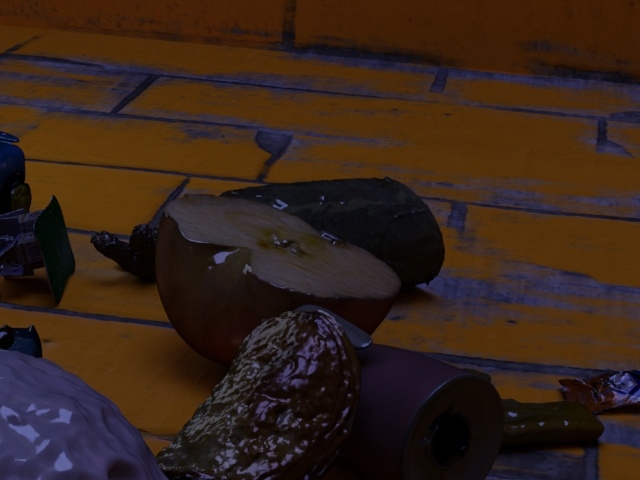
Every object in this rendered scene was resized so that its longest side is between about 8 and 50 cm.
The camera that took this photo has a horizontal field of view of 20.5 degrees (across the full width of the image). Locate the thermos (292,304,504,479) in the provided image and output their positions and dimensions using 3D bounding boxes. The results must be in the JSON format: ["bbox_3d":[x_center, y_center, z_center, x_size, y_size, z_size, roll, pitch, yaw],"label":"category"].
[{"bbox_3d":[0.047,0.161,1.863,0.146,0.176,0.265,-34,37,-30],"label":"thermos"}]

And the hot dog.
[{"bbox_3d":[-0.058,0.186,1.757,0.175,0.114,0.259,-3,38,49],"label":"hot dog"}]

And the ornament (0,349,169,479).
[{"bbox_3d":[-0.253,0.250,1.281,0.337,0.337,0.337,3,18,-1],"label":"ornament"}]

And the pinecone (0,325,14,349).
[{"bbox_3d":[-0.464,0.113,1.611,0.398,0.397,0.398,3,18,-1],"label":"pinecone"}]

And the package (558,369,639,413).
[{"bbox_3d":[0.338,0.178,2.086,0.111,0.033,0.077,-10,42,1],"label":"package"}]

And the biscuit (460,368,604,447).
[{"bbox_3d":[0.207,0.188,2.014,0.174,0.039,0.183,-5,21,-20],"label":"biscuit"}]

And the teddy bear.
[{"bbox_3d":[-0.234,0.018,2.400,0.119,0.078,0.160,-13,-5,19],"label":"teddy bear"}]

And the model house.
[{"bbox_3d":[-0.390,0.018,2.333,0.088,0.117,0.167,-12,19,5],"label":"model house"}]

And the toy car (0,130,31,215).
[{"bbox_3d":[-0.551,-0.084,2.502,0.198,0.166,0.314,7,19,22],"label":"toy car"}]

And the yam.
[{"bbox_3d":[0.000,0.000,2.360,0.304,0.168,0.168,-7,21,-25],"label":"yam"}]

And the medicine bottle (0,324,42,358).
[{"bbox_3d":[-0.419,0.155,1.927,0.258,0.079,0.124,-5,24,-22],"label":"medicine bottle"}]

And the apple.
[{"bbox_3d":[-0.067,0.073,2.115,0.293,0.163,0.251,31,21,30],"label":"apple"}]
